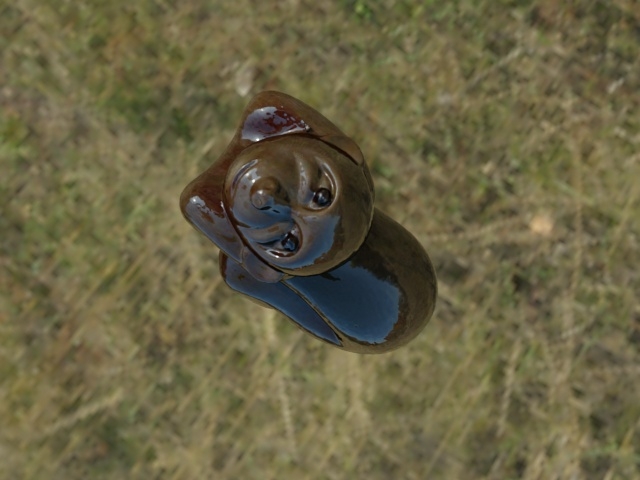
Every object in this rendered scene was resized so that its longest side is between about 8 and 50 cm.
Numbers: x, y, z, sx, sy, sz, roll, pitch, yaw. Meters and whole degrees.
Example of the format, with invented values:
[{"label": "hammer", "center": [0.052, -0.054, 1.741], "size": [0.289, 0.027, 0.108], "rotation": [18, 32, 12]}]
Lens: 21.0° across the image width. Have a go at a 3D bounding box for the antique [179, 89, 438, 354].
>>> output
[{"label": "antique", "center": [0.000, 0.000, 1.226], "size": [0.143, 0.121, 0.257], "rotation": [29, 164, 29]}]
